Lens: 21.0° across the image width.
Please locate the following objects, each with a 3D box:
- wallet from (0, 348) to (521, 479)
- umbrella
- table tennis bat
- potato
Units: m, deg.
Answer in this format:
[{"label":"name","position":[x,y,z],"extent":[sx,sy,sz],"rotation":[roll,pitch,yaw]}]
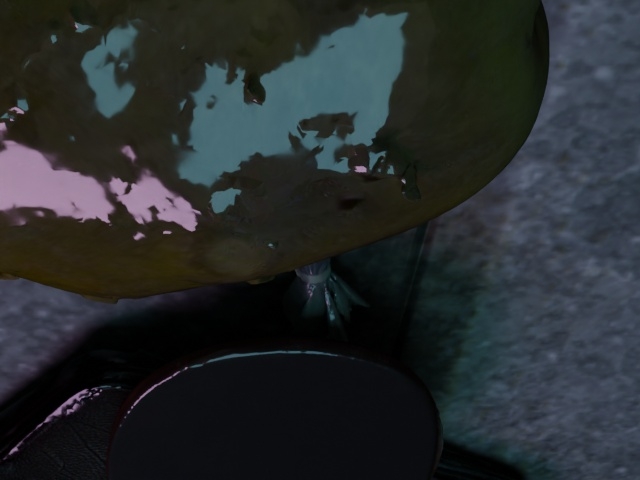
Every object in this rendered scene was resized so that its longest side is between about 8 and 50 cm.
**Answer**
[{"label":"wallet","position":[-0.036,0.144,0.973],"extent":[0.318,0.045,0.172],"rotation":[23,136,-34]},{"label":"umbrella","position":[0.003,0.004,0.801],"extent":[0.044,0.044,0.269],"rotation":[-31,150,-23]},{"label":"table tennis bat","position":[-0.026,0.147,0.922],"extent":[0.173,0.022,0.301],"rotation":[-2,139,-6]},{"label":"potato","position":[-0.054,-0.061,0.630],"extent":[0.296,0.141,0.192],"rotation":[-14,136,16]}]
